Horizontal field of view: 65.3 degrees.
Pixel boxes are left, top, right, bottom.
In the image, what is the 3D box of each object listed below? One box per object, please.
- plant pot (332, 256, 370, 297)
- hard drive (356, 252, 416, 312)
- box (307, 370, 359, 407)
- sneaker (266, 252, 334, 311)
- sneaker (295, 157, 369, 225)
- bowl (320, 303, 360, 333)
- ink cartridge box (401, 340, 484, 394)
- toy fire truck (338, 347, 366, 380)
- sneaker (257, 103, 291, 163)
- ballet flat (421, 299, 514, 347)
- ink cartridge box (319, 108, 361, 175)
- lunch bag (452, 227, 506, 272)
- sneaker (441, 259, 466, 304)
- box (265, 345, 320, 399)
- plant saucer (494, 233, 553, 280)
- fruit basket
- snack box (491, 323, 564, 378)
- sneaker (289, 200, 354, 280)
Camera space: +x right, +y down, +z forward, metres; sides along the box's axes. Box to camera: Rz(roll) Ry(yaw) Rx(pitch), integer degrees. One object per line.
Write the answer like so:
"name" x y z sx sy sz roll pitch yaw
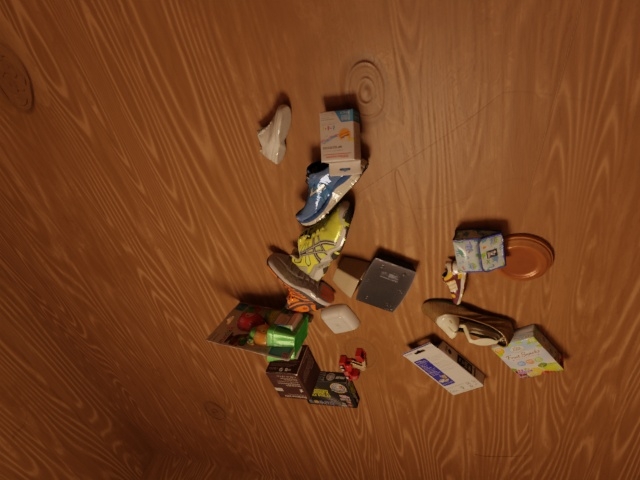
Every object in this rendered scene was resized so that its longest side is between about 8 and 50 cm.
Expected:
"plant pot" 0.107 0.126 1.850 0.096 0.109 0.109 28 136 10
"hard drive" 0.241 0.156 1.851 0.172 0.054 0.254 19 135 1
"box" 0.037 0.734 2.469 0.270 0.060 0.216 -3 130 23
"sneaker" -0.115 0.189 1.976 0.321 0.124 0.180 40 132 -17
"sneaker" 0.009 -0.178 1.604 0.147 0.130 0.330 40 127 -3
"bowl" 0.077 0.335 2.088 0.142 0.053 0.142 -17 122 35
"ink cartridge box" 0.510 0.516 2.078 0.333 0.065 0.165 40 133 -18
"toy fire truck" 0.158 0.568 2.276 0.135 0.047 0.192 -7 129 25
"sneaker" -0.151 -0.334 1.543 0.094 0.080 0.212 29 137 10
"ballet flat" 0.538 0.317 1.838 0.343 0.124 0.116 17 135 7
"ink cartridge box" 0.058 -0.281 1.447 0.104 0.061 0.181 -1 93 23
"lunch bag" 0.508 0.031 1.594 0.151 0.096 0.128 -4 119 24
"sneaker" 0.467 0.144 1.753 0.084 0.069 0.185 14 129 21
"box" -0.125 0.616 2.346 0.169 0.167 0.203 -3 130 24
"plant saucer" 0.647 0.065 1.622 0.200 0.037 0.200 11 134 12
"fruit basket" -0.237 0.351 2.052 0.353 0.327 0.165 15 115 12
"snack box" 0.778 0.422 1.881 0.207 0.070 0.174 44 132 -18
"sneaker" 0.000 0.000 1.742 0.147 0.145 0.384 26 134 -4
